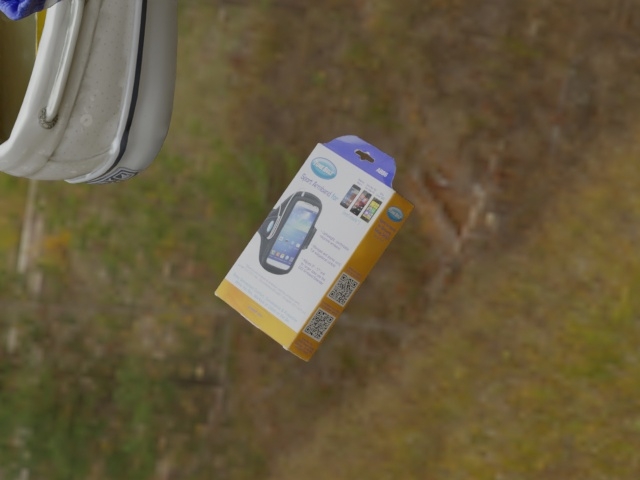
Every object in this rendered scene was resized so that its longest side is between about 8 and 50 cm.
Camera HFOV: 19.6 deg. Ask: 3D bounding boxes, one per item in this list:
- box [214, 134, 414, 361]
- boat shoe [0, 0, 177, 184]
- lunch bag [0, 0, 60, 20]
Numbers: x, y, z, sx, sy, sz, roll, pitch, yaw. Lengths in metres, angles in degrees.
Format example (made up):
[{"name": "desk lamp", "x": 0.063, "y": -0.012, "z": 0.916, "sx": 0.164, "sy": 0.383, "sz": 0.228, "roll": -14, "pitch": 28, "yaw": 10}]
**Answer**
[{"name": "box", "x": 0.000, "y": 0.000, "z": 1.175, "sx": 0.081, "sy": 0.028, "sz": 0.136, "roll": 35, "pitch": 89, "yaw": 43}, {"name": "boat shoe", "x": -0.171, "y": -0.216, "z": 1.044, "sx": 0.136, "sy": 0.156, "sz": 0.367, "roll": 7, "pitch": 96, "yaw": 43}, {"name": "lunch bag", "x": -0.089, "y": -0.258, "z": 0.678, "sx": 0.293, "sy": 0.221, "sz": 0.138, "roll": 52, "pitch": 149, "yaw": 19}]
